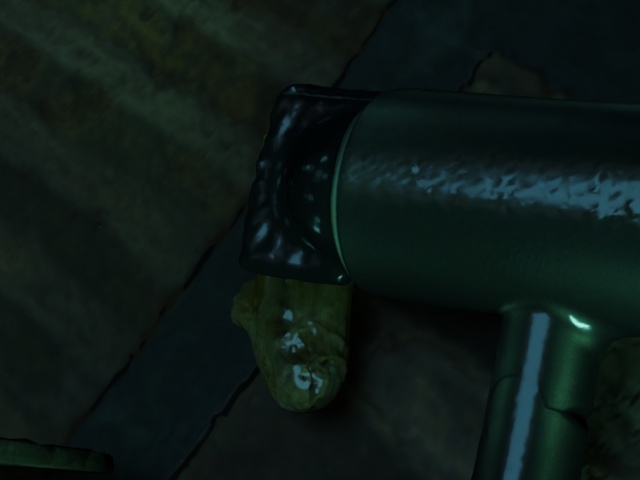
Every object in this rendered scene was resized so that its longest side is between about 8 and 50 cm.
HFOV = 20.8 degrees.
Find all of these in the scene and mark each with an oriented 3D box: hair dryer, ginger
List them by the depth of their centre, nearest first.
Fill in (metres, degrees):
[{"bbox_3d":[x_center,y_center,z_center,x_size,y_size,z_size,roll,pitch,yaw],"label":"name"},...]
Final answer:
[{"bbox_3d":[0.045,0.071,0.579,0.196,0.078,0.248,6,79,29],"label":"hair dryer"},{"bbox_3d":[-0.004,0.000,0.666,0.057,0.044,0.137,8,71,9],"label":"ginger"}]

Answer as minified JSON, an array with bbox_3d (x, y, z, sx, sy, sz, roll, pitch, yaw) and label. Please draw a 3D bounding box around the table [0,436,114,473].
[{"bbox_3d":[-0.242,0.186,0.624,0.317,0.317,0.249,0,80,33],"label":"table"}]
